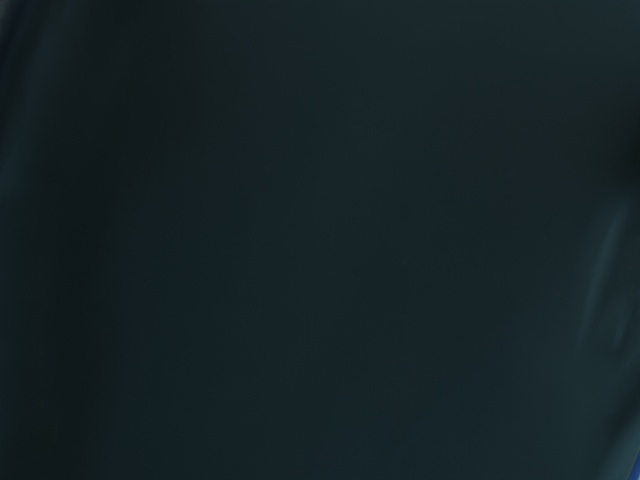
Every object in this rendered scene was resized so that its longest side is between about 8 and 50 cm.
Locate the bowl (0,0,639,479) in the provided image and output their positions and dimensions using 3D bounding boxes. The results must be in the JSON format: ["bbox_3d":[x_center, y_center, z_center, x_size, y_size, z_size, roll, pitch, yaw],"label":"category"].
[{"bbox_3d":[0.000,0.000,0.497,0.077,0.391,0.391,16,0,38],"label":"bowl"}]
